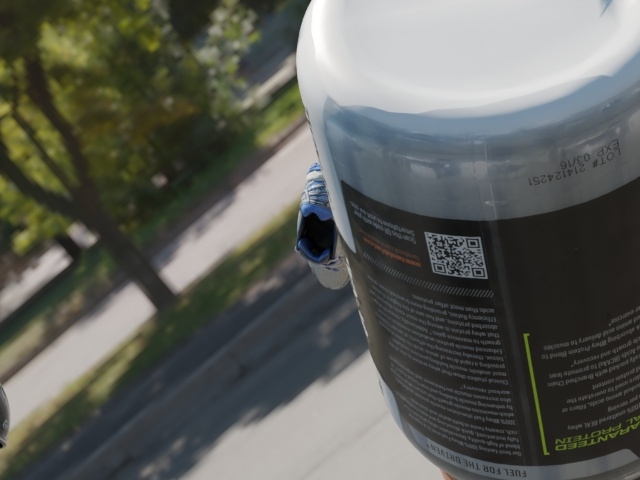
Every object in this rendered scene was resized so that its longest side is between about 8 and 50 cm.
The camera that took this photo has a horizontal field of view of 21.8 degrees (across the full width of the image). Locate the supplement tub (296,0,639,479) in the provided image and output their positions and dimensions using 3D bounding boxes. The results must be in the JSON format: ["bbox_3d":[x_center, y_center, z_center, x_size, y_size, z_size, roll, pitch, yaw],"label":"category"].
[{"bbox_3d":[0.109,0.000,0.855,0.194,0.316,0.193,-8,43,8],"label":"supplement tub"}]

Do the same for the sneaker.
[{"bbox_3d":[0.000,0.000,1.319,0.135,0.052,0.058,83,-157,-50],"label":"sneaker"}]

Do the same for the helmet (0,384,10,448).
[{"bbox_3d":[-0.448,0.205,1.932,0.161,0.169,0.169,-47,8,-6],"label":"helmet"}]
